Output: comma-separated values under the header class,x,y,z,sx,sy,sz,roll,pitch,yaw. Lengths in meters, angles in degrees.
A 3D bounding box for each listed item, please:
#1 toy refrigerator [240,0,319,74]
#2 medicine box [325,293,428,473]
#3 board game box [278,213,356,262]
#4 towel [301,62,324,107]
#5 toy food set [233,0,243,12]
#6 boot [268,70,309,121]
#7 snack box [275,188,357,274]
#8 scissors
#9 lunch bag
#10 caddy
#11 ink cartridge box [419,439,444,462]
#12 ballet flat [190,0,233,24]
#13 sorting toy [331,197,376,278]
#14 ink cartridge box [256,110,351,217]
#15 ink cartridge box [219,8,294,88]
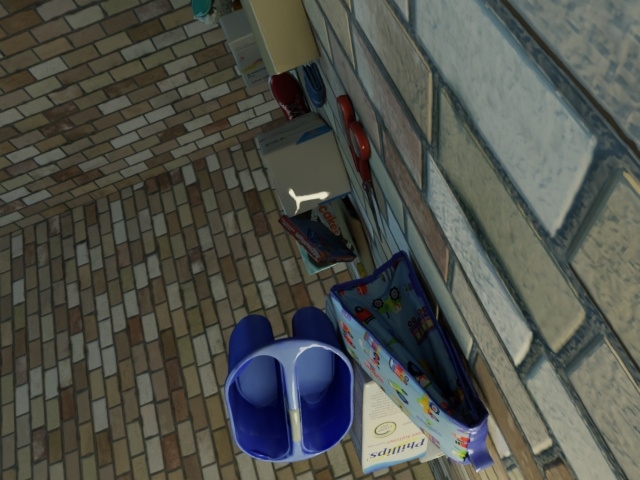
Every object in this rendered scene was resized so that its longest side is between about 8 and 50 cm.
class,x,y,z,sx,sy,sz,roll,pitch,yaw
toy refrigerator,-0.091,-0.436,0.888,0.102,0.094,0.270,-131,18,-68
medicine box,0.116,0.288,1.099,0.264,0.149,0.290,-117,19,-53
board game box,0.000,0.000,1.334,0.145,0.027,0.281,44,-168,16
towel,-0.013,-0.314,1.051,0.119,0.029,0.067,104,144,-89
toy food set,-0.211,-0.771,1.442,0.111,0.104,0.233,-60,-32,-73
boot,-0.067,-0.376,1.510,0.244,0.088,0.176,57,-172,-48
snack box,-0.007,-0.073,1.626,0.060,0.187,0.322,100,148,-89
scissors,0.074,-0.114,0.874,0.297,0.021,0.109,67,178,-54
lunch bag,0.149,0.203,0.761,0.293,0.138,0.221,57,170,35
caddy,-0.061,0.295,1.001,0.179,0.241,0.342,-110,15,-56
ink cartridge box,0.229,0.346,1.166,0.239,0.060,0.275,105,148,-60
ballet flat,-0.321,-0.827,1.474,0.147,0.146,0.410,-113,21,-79
sorting toy,0.107,0.004,1.475,0.229,0.041,0.307,-119,7,-55
ink cartridge box,-0.046,-0.198,1.283,0.233,0.171,0.168,-112,0,-63
ink cartridge box,-0.172,-0.542,1.427,0.212,0.154,0.093,73,175,-74
